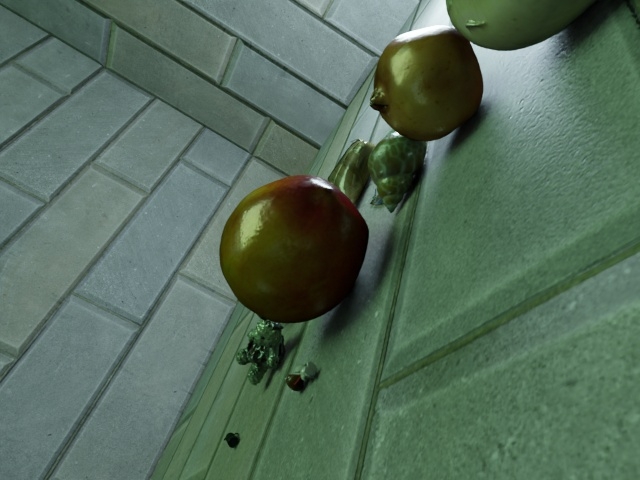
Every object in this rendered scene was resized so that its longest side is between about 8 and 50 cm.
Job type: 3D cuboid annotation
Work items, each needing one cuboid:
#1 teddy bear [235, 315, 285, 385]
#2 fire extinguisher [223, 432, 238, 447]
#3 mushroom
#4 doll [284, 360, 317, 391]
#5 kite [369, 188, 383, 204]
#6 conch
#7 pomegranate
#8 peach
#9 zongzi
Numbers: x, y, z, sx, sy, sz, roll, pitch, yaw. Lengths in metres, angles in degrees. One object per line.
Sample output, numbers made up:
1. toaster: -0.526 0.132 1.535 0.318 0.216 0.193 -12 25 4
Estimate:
1. teddy bear: -0.131 0.263 1.187 0.133 0.111 0.213 49 127 35
2. fire extinguisher: -0.223 0.502 1.178 0.038 0.025 0.083 -23 -4 -22
3. mushroom: 0.312 -0.453 0.640 0.315 0.315 0.356 -74 -18 -54
4. doll: -0.036 0.263 0.897 0.058 0.040 0.085 -53 6 -21
5. kite: 0.164 -0.139 1.130 0.183 0.010 0.160 -52 12 40
6. conch: 0.162 -0.165 0.960 0.173 0.106 0.116 -42 -31 -17
7. pomegranate: 0.198 -0.288 0.856 0.209 0.209 0.209 -57 10 16
8. peach: -0.049 0.011 0.928 0.332 0.308 0.307 -56 9 52
9. zongzi: 0.105 -0.191 1.349 0.194 0.099 0.197 -58 21 14
